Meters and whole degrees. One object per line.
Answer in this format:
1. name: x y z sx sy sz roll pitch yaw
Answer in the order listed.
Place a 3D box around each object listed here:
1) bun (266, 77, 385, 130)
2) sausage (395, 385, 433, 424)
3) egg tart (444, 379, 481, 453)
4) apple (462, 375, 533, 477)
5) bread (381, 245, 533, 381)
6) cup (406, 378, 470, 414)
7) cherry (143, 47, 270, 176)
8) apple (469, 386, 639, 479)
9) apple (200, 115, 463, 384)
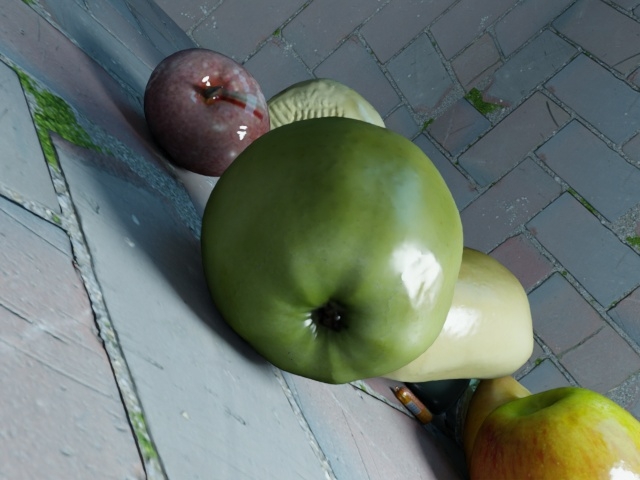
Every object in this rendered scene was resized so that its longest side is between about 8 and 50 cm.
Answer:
1. bun: 0.002 -0.184 1.539 0.364 0.364 0.202 52 27 16
2. sausage: 0.192 0.340 1.386 0.107 0.031 0.031 48 8 -15
3. egg tart: 0.361 0.397 1.598 0.094 0.234 0.234 2 -24 34
4. apple: 0.428 0.430 1.405 0.309 0.252 0.314 38 45 -10
5. bread: 0.213 0.130 1.325 0.376 0.252 0.348 4 17 -25
6. cup: 0.255 0.286 1.564 0.150 0.199 0.199 31 10 -5
7. cherry: -0.206 -0.227 1.205 0.285 0.213 0.236 156 -87 -74
8. apple: 0.426 0.418 1.140 0.339 0.340 0.339 49 8 -9
9. apple: 0.015 0.008 0.878 0.357 0.357 0.357 49 8 -9
